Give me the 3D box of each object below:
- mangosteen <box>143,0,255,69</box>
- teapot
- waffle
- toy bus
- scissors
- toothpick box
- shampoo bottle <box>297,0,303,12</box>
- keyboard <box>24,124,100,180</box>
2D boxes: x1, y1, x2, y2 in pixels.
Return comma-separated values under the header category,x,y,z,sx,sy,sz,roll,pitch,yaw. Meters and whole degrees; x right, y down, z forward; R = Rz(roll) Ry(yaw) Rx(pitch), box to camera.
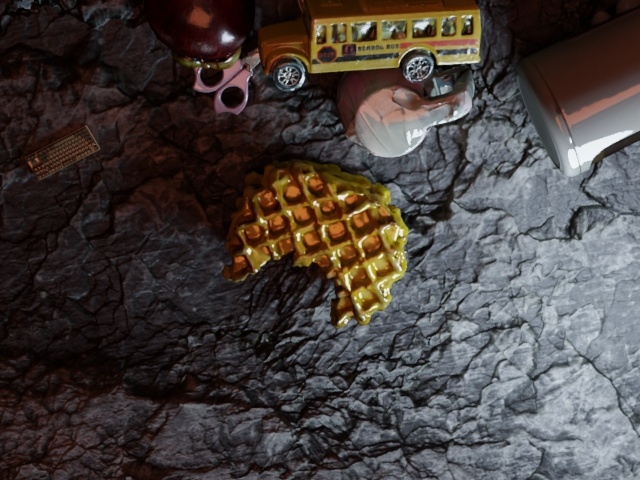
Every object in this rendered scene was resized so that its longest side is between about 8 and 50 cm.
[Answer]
category,x,y,z,sx,sy,sz,roll,pitch,yaw
mangosteen,-0.192,-0.353,1.549,0.200,0.200,0.199,0,114,0
teapot,0.138,-0.206,1.596,0.222,0.178,0.163,9,114,-5
waffle,0.000,0.000,1.709,0.324,0.151,0.261,24,115,-11
toy bus,0.073,-0.318,1.506,0.336,0.121,0.123,-4,129,-7
scissors,-0.116,-0.301,1.642,0.212,0.021,0.110,-36,111,16
toothpick box,0.486,-0.266,1.554,0.316,0.229,0.229,-25,111,8
shampoo bottle,0.132,-0.431,1.549,0.350,0.084,0.125,-15,118,6
keyboard,-0.451,-0.153,1.712,0.129,0.015,0.049,-24,111,11
